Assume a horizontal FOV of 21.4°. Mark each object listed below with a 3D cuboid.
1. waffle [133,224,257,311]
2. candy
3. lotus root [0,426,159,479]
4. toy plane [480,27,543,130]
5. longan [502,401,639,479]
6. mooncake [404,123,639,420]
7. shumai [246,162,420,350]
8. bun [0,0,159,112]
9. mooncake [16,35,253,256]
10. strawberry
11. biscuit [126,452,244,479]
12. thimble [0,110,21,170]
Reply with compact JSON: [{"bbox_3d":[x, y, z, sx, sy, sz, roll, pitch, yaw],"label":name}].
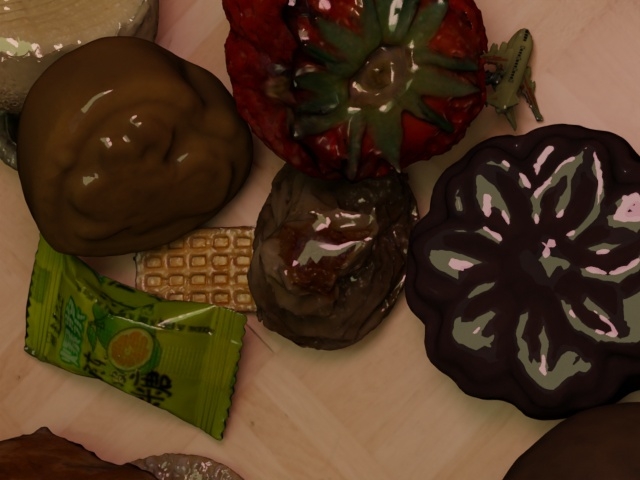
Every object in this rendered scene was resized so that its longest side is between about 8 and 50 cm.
[{"bbox_3d":[-0.126,0.031,1.734,0.135,0.021,0.092,-4,84,15],"label":"waffle"},{"bbox_3d":[-0.194,0.096,1.710,0.246,0.069,0.149,19,116,11],"label":"candy"},{"bbox_3d":[-0.328,0.352,1.649,0.316,0.250,0.316,5,99,34],"label":"lotus root"},{"bbox_3d":[0.184,-0.162,1.648,0.040,0.102,0.111,-17,45,37],"label":"toy plane"},{"bbox_3d":[0.289,0.290,1.493,0.300,0.243,0.300,0,91,-18],"label":"longan"},{"bbox_3d":[0.216,0.029,1.584,0.283,0.141,0.283,-1,86,18],"label":"mooncake"},{"bbox_3d":[0.000,0.000,1.624,0.166,0.175,0.206,10,85,16],"label":"shumai"},{"bbox_3d":[-0.288,-0.223,1.717,0.259,0.152,0.259,4,55,-6],"label":"bun"},{"bbox_3d":[-0.189,-0.078,1.650,0.235,0.235,0.117,-40,53,9],"label":"mooncake"},{"bbox_3d":[0.022,-0.193,1.599,0.238,0.288,0.250,-5,109,-13],"label":"strawberry"},{"bbox_3d":[-0.192,0.307,1.723,0.133,0.032,0.250,37,96,16],"label":"biscuit"},{"bbox_3d":[-0.298,-0.112,1.773,0.110,0.062,0.084,44,95,14],"label":"thimble"}]
